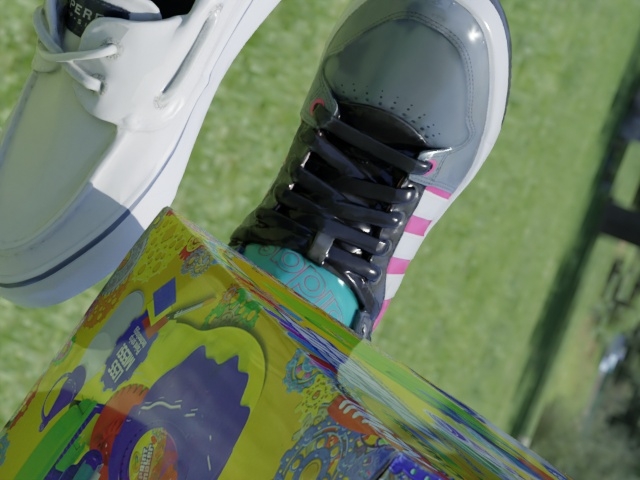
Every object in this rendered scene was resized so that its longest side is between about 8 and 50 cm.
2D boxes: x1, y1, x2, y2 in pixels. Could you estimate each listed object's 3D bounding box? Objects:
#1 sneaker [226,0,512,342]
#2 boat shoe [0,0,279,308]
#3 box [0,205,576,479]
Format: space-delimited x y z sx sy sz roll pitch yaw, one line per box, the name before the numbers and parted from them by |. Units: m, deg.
sneaker | 0.000 0.000 0.938 0.295 0.124 0.178 112 4 -45
boat shoe | -0.086 -0.093 0.759 0.258 0.095 0.084 -60 151 -2
box | 0.031 0.162 0.655 0.177 0.279 0.290 -55 -157 2
